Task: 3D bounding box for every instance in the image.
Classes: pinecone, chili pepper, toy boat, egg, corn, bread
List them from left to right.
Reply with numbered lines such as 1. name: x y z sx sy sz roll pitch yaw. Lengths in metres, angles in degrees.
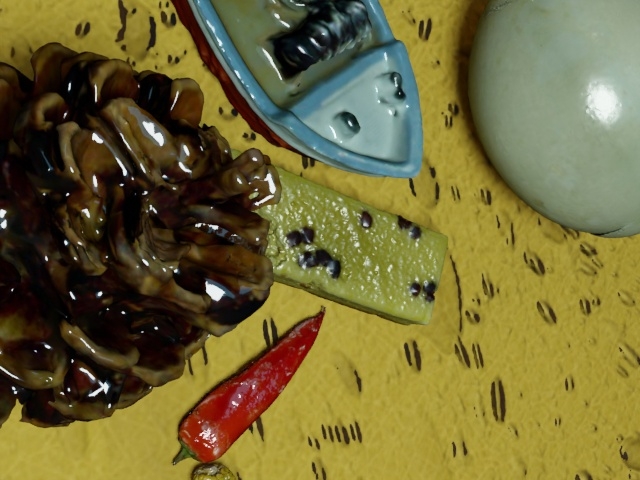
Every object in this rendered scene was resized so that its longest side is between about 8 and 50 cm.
1. pinecone: -0.155 -0.005 0.567 0.244 0.257 0.243 9 72 -28
2. corn: -0.075 0.218 0.733 0.037 0.037 0.092 -11 96 -29
3. chili pepper: -0.049 0.116 0.752 0.178 0.027 0.045 -42 108 -24
4. toy boat: -0.020 -0.185 0.708 0.145 0.133 0.331 -38 108 -25
5. bread: 0.000 0.000 0.767 0.226 0.049 0.088 20 81 -27
6. egg: 0.228 -0.118 0.814 0.186 0.186 0.253 -38 105 -24
